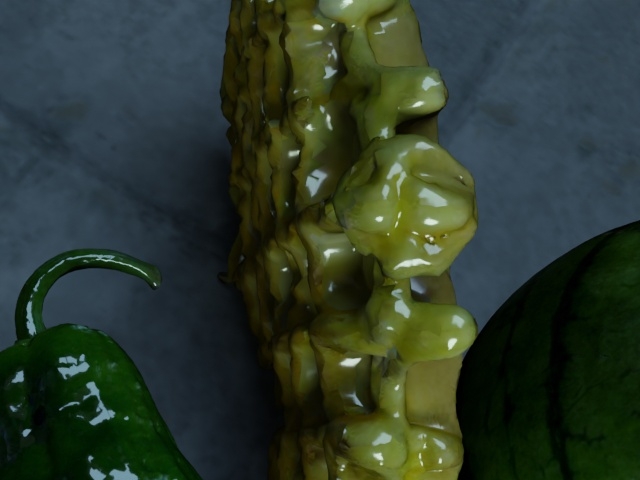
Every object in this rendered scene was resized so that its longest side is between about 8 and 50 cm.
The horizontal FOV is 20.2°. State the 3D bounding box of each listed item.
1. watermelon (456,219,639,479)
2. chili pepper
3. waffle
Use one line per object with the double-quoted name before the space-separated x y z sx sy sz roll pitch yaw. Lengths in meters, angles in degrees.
"watermelon" 0.104 0.085 0.654 0.127 0.204 0.232 8 44 10
"chili pepper" -0.055 0.124 0.608 0.257 0.100 0.074 58 12 13
"waffle" 0.001 0.000 0.659 0.056 0.249 0.253 -4 28 -13
